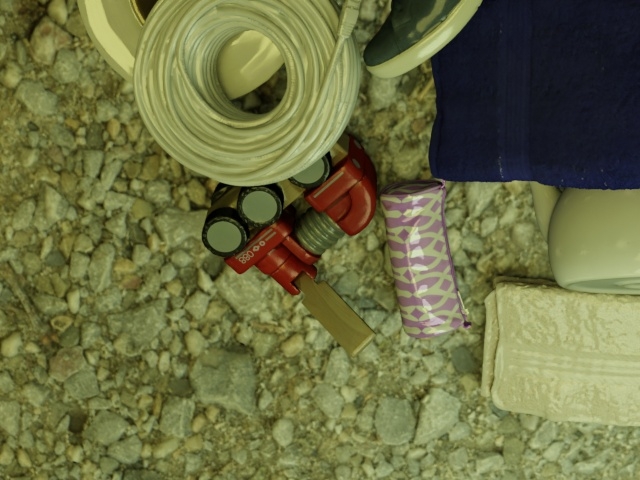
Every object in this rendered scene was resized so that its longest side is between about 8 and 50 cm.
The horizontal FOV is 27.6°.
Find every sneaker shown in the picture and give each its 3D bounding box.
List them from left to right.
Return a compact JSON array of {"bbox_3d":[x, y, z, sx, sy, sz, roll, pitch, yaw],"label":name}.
[{"bbox_3d":[0.133,-0.339,1.407,0.148,0.131,0.350,33,109,-20],"label":"sneaker"}]

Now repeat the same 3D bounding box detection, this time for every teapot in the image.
[{"bbox_3d":[0.385,-0.039,1.499,0.256,0.252,0.187,4,82,-19],"label":"teapot"}]

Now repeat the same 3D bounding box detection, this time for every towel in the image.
[{"bbox_3d":[0.257,-0.174,1.461,0.308,0.076,0.227,7,101,44],"label":"towel"},{"bbox_3d":[0.345,0.141,1.646,0.282,0.049,0.187,4,114,10],"label":"towel"}]

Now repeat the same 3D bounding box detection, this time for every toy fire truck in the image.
[{"bbox_3d":[0.000,0.000,1.628,0.217,0.158,0.246,-39,109,20],"label":"toy fire truck"}]

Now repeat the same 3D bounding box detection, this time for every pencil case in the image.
[{"bbox_3d":[0.131,0.023,1.631,0.088,0.086,0.206,-6,108,21],"label":"pencil case"}]

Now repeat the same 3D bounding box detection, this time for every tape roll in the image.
[{"bbox_3d":[-0.145,-0.311,1.563,0.286,0.100,0.286,4,110,11],"label":"tape roll"}]

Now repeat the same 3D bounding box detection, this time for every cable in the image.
[{"bbox_3d":[-0.082,-0.193,1.482,0.257,0.089,0.257,12,105,12],"label":"cable"}]
